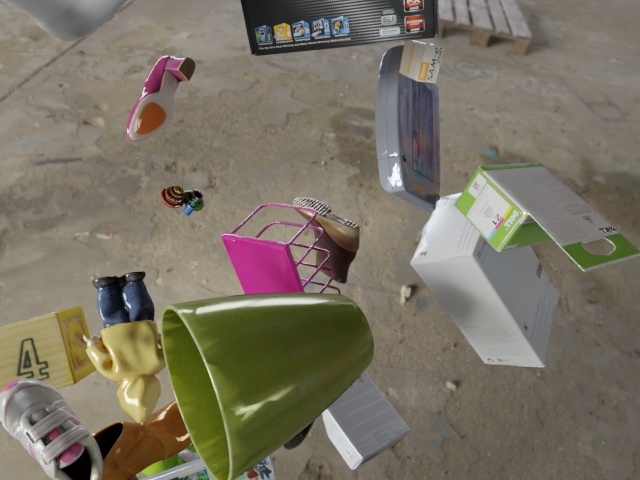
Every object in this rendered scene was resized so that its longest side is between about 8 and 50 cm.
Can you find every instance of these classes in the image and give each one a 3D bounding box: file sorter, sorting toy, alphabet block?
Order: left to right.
[{"bbox_3d":[-0.733,0.295,1.377,0.197,0.193,0.192,-15,1,-7],"label":"alphabet block"},{"bbox_3d":[-0.264,-0.086,1.037,0.102,0.042,0.061,-5,59,-52],"label":"sorting toy"},{"bbox_3d":[-0.087,0.066,1.379,0.202,0.290,0.182,10,42,33],"label":"file sorter"}]

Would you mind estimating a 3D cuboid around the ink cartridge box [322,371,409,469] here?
[{"bbox_3d":[0.074,0.386,1.210,0.189,0.066,0.232,-5,42,-48],"label":"ink cartridge box"}]

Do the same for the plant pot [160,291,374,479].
[{"bbox_3d":[-0.070,0.193,0.851,0.294,0.274,0.274,-16,47,-30],"label":"plant pot"}]

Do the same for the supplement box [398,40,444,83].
[{"bbox_3d":[0.175,-0.314,0.913,0.036,0.062,0.098,3,25,-14],"label":"supplement box"}]

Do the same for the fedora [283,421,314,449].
[{"bbox_3d":[-0.099,0.515,1.753,0.153,0.333,0.334,15,38,21],"label":"fedora"}]

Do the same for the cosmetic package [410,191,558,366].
[{"bbox_3d":[0.385,0.091,1.188,0.156,0.385,0.217,-9,43,43],"label":"cosmetic package"}]

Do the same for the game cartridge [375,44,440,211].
[{"bbox_3d":[0.176,-0.219,1.033,0.060,0.293,0.196,-5,-14,32],"label":"game cartridge"}]

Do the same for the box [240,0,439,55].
[{"bbox_3d":[0.019,-0.374,0.698,0.270,0.216,0.060,0,33,14],"label":"box"}]

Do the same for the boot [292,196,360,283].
[{"bbox_3d":[0.000,0.000,1.588,0.249,0.206,0.090,31,36,24],"label":"boot"}]

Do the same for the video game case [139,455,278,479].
[{"bbox_3d":[-0.253,0.665,1.267,0.329,0.299,0.036,-16,10,-10],"label":"video game case"}]

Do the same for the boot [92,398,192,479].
[{"bbox_3d":[-0.375,0.415,1.125,0.104,0.211,0.295,37,67,25],"label":"boot"}]

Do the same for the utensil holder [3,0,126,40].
[{"bbox_3d":[-0.389,-0.465,0.561,0.386,0.327,0.327,23,21,-51],"label":"utensil holder"}]

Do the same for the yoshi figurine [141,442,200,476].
[{"bbox_3d":[-0.432,0.586,1.509,0.203,0.203,0.362,16,4,-10],"label":"yoshi figurine"}]

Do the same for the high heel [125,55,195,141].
[{"bbox_3d":[-0.377,-0.316,1.154,0.117,0.082,0.243,8,66,35],"label":"high heel"}]

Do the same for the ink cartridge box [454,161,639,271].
[{"bbox_3d":[0.395,-0.023,0.924,0.189,0.097,0.255,-8,49,-33],"label":"ink cartridge box"}]

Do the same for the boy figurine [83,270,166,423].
[{"bbox_3d":[-0.357,0.204,1.014,0.177,0.092,0.284,-12,83,-26],"label":"boy figurine"}]

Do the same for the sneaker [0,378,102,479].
[{"bbox_3d":[-0.462,0.348,0.925,0.111,0.252,0.103,-9,28,50],"label":"sneaker"}]
